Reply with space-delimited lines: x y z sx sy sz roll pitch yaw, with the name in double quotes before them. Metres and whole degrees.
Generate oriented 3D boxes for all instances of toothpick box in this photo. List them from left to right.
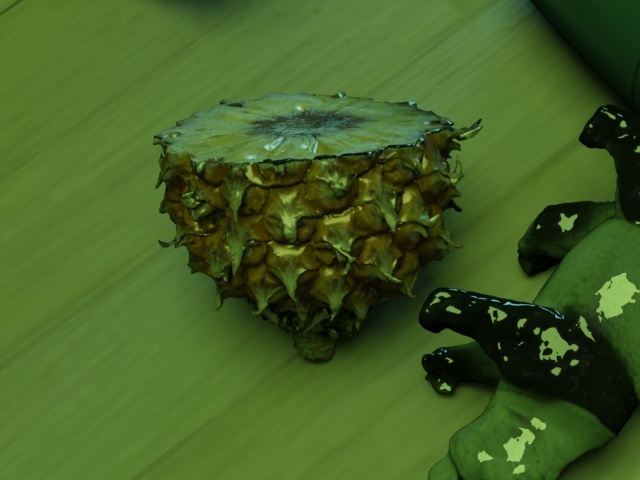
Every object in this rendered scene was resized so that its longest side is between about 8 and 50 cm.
"toothpick box" 0.187 -0.151 1.016 0.120 0.120 0.184 -34 57 -9

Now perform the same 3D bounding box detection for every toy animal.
"toy animal" 0.131 0.047 0.934 0.121 0.094 0.225 37 74 20

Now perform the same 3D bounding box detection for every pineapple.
"pineapple" -0.003 0.001 0.978 0.176 0.136 0.161 3 18 18
